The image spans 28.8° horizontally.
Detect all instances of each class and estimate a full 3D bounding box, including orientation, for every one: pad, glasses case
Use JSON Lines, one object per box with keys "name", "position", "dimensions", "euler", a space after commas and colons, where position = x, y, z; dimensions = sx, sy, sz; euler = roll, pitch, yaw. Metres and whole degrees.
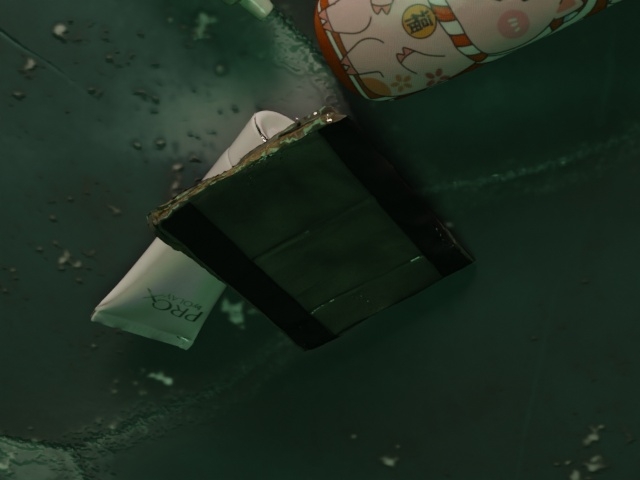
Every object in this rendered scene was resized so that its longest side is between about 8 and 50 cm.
{"name": "pad", "position": [0.000, -0.001, 0.964], "dimensions": [0.174, 0.022, 0.233], "euler": [-30, 138, 17]}
{"name": "glasses case", "position": [0.122, -0.184, 0.863], "dimensions": [0.266, 0.067, 0.103], "euler": [-24, 119, 16]}

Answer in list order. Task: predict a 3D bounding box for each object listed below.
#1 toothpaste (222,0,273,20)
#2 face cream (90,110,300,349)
{"name": "toothpaste", "position": [-0.109, -0.227, 0.868], "dimensions": [0.049, 0.031, 0.204], "euler": [-40, 109, 23]}
{"name": "face cream", "position": [-0.090, -0.002, 0.992], "dimensions": [0.092, 0.058, 0.244], "euler": [22, 125, -24]}
